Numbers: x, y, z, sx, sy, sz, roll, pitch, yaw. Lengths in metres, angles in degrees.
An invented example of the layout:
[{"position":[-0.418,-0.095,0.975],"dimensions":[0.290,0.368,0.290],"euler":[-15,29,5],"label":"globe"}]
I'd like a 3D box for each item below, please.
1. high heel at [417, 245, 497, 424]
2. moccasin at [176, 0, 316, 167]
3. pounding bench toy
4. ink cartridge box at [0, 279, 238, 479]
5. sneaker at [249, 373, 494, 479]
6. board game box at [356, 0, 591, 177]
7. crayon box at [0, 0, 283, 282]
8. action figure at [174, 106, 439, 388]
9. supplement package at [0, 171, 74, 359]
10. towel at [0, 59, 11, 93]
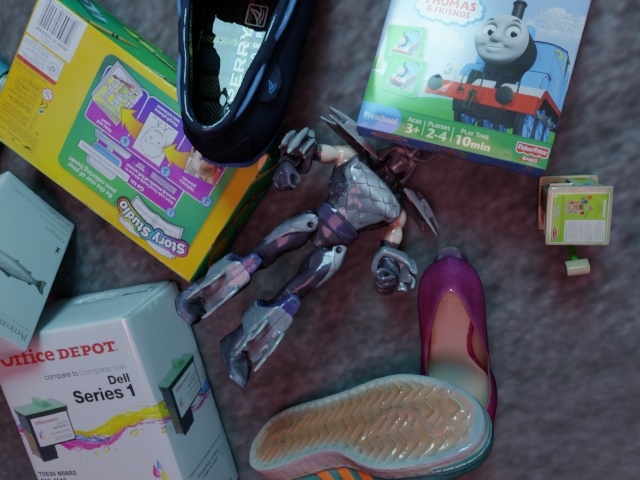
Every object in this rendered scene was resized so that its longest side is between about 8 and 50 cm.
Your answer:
[{"position":[0.137,0.132,0.553],"dimensions":[0.082,0.117,0.244],"euler":[1,106,14],"label":"high heel"},{"position":[-0.048,-0.234,0.460],"dimensions":[0.137,0.117,0.342],"euler":[3,90,3],"label":"moccasin"},{"position":[0.231,-0.015,0.514],"dimensions":[0.052,0.065,0.083],"euler":[0,106,14],"label":"pounding bench toy"},{"position":[-0.244,0.208,0.674],"dimensions":[0.201,0.117,0.278],"euler":[-11,102,17],"label":"ink cartridge box"},{"position":[0.062,0.228,0.595],"dimensions":[0.302,0.108,0.121],"euler":[-23,119,40],"label":"sneaker"},{"position":[0.135,-0.176,0.473],"dimensions":[0.160,0.039,0.212],"euler":[15,88,10],"label":"board game box"},{"position":[-0.191,-0.107,0.588],"dimensions":[0.278,0.081,0.165],"euler":[37,111,1],"label":"crayon box"},{"position":[0.000,0.000,0.533],"dimensions":[0.285,0.099,0.185],"euler":[-43,94,2],"label":"action figure"},{"position":[-0.366,0.032,0.608],"dimensions":[0.105,0.179,0.105],"euler":[-18,137,19],"label":"supplement package"},{"position":[-0.553,-0.185,0.685],"dimensions":[0.370,0.040,0.271],"euler":[35,110,5],"label":"towel"}]
